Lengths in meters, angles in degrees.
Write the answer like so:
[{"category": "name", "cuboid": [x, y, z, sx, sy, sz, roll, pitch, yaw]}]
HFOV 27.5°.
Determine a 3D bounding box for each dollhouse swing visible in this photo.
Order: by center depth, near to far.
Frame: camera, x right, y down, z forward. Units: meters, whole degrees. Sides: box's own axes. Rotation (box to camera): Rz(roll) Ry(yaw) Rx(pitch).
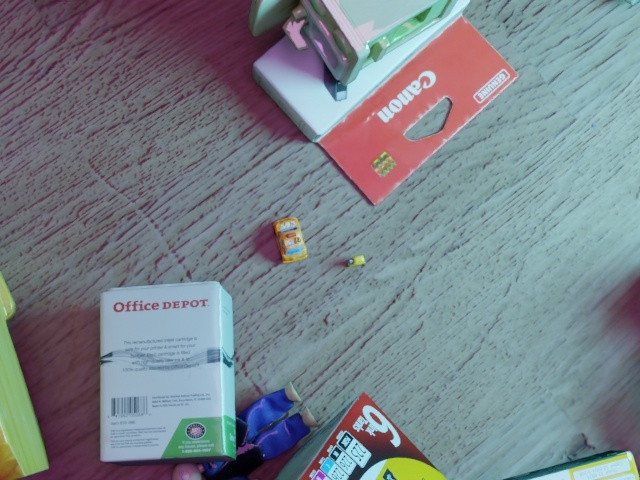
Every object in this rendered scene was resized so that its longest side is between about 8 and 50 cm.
[{"category": "dollhouse swing", "cuboid": [-0.477, 0.122, 1.442, 0.315, 0.347, 0.305, -4, 83, -6]}]

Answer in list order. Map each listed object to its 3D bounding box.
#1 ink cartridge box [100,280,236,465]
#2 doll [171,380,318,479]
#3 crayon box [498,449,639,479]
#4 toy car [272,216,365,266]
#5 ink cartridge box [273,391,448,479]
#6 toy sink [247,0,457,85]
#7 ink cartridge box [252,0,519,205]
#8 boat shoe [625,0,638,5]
[{"category": "ink cartridge box", "cuboid": [-0.182, 0.162, 1.575, 0.153, 0.087, 0.208, -3, 76, 6]}, {"category": "doll", "cuboid": [-0.102, 0.248, 1.614, 0.189, 0.046, 0.129, -33, 88, -3]}, {"category": "crayon box", "cuboid": [0.320, 0.441, 1.611, 0.203, 0.083, 0.323, -13, 83, -7]}, {"category": "toy car", "cuboid": [0.000, 0.000, 1.662, 0.122, 0.040, 0.060, 3, 82, -5]}, {"category": "ink cartridge box", "cuboid": [0.062, 0.354, 1.476, 0.272, 0.309, 0.130, 46, 111, 1]}, {"category": "toy sink", "cuboid": [0.046, -0.283, 1.592, 0.234, 0.153, 0.131, -32, 86, -10]}, {"category": "ink cartridge box", "cuboid": [0.089, -0.222, 1.694, 0.275, 0.060, 0.239, -42, 87, -10]}, {"category": "boat shoe", "cuboid": [0.449, -0.417, 1.754, 0.081, 0.079, 0.227, 32, 75, 9]}]
